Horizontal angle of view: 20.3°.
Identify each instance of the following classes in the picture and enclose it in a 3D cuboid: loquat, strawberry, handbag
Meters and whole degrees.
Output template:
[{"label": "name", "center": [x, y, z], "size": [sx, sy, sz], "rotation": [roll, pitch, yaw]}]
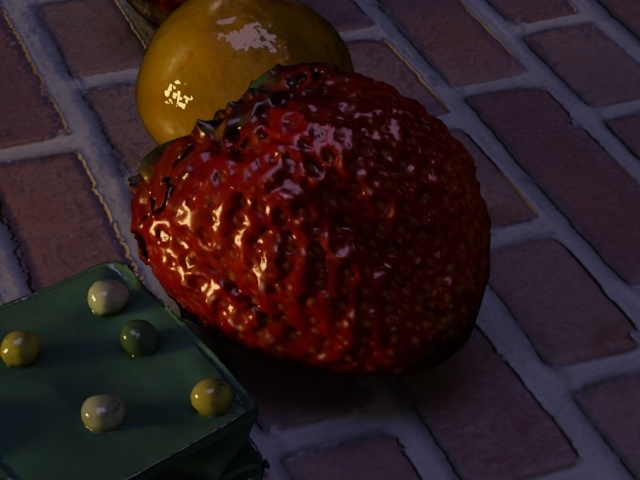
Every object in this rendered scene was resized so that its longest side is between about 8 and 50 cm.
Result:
[{"label": "loquat", "center": [-0.056, -0.133, 1.662], "size": [0.213, 0.213, 0.246], "rotation": [-24, 22, -32]}, {"label": "strawberry", "center": [0.000, 0.000, 1.474], "size": [0.288, 0.250, 0.238], "rotation": [47, 44, 15]}, {"label": "handbag", "center": [-0.205, 0.132, 1.380], "size": [0.274, 0.100, 0.269], "rotation": [-18, 40, -27]}]

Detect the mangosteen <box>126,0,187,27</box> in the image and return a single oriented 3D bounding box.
[{"label": "mangosteen", "center": [-0.122, -0.339, 1.995], "size": [0.231, 0.231, 0.289], "rotation": [1, 8, 0]}]
